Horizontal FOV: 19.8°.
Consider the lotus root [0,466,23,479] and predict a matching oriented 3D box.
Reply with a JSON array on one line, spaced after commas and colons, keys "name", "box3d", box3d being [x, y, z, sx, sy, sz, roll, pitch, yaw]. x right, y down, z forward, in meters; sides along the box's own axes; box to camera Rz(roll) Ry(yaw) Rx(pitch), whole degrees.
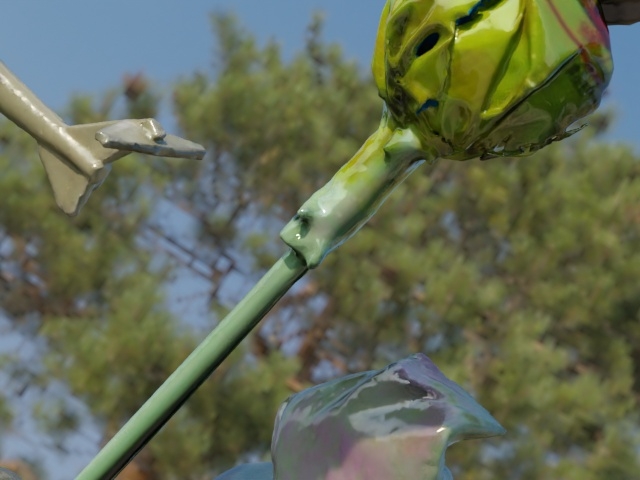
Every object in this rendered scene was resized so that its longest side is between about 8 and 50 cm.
[{"name": "lotus root", "box3d": [-0.213, 0.169, 1.097, 0.150, 0.062, 0.073, -8, -57, 33]}]

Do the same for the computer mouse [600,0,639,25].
[{"name": "computer mouse", "box3d": [0.030, -0.208, 0.503, 0.183, 0.116, 0.323, -33, -78, 16]}]

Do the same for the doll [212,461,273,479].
[{"name": "doll", "box3d": [-0.019, 0.165, 0.989, 0.114, 0.085, 0.152, -13, -18, 25]}]

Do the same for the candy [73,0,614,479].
[{"name": "candy", "box3d": [0.000, 0.000, 0.481, 0.058, 0.194, 0.062, 36, 9, -40]}]

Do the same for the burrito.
[{"name": "burrito", "box3d": [0.041, 0.156, 0.636, 0.144, 0.089, 0.229, 151, -81, -78]}]

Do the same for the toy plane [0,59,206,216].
[{"name": "toy plane", "box3d": [-0.172, -0.096, 0.769, 0.286, 0.108, 0.092, 41, 16, 26]}]
